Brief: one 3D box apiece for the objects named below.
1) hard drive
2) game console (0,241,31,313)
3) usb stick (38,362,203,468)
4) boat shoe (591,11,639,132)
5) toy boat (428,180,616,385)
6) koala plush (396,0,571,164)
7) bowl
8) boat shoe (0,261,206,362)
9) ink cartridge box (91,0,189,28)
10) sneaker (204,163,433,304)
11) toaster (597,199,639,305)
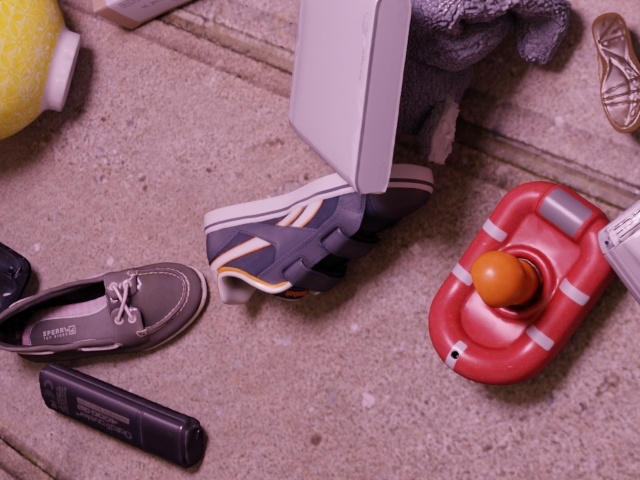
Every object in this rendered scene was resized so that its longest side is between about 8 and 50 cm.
[{"bbox_3d":[0.024,-0.190,1.221,0.307,0.040,0.202,-128,42,-67],"label":"hard drive"},{"bbox_3d":[-0.571,0.030,1.670,0.361,0.044,0.213,26,98,36],"label":"game console"},{"bbox_3d":[-0.273,0.234,1.481,0.278,0.045,0.077,15,121,31],"label":"usb stick"},{"bbox_3d":[0.324,-0.177,1.173,0.050,0.045,0.135,-9,76,22],"label":"boat shoe"},{"bbox_3d":[0.202,0.046,1.161,0.151,0.151,0.231,40,105,28],"label":"toy boat"},{"bbox_3d":[0.124,-0.213,1.226,0.196,0.203,0.221,45,123,32],"label":"koala plush"},{"bbox_3d":[-0.428,-0.257,1.545,0.156,0.289,0.289,15,94,-12],"label":"bowl"},{"bbox_3d":[-0.310,0.105,1.490,0.335,0.095,0.112,-16,77,29],"label":"boat shoe"},{"bbox_3d":[-0.210,-0.425,1.490,0.235,0.088,0.193,-17,76,27],"label":"ink cartridge box"},{"bbox_3d":[0.000,0.000,1.304,0.321,0.126,0.127,-16,74,36],"label":"sneaker"},{"bbox_3d":[0.372,0.006,1.060,0.227,0.129,0.146,-40,81,16],"label":"toaster"}]
